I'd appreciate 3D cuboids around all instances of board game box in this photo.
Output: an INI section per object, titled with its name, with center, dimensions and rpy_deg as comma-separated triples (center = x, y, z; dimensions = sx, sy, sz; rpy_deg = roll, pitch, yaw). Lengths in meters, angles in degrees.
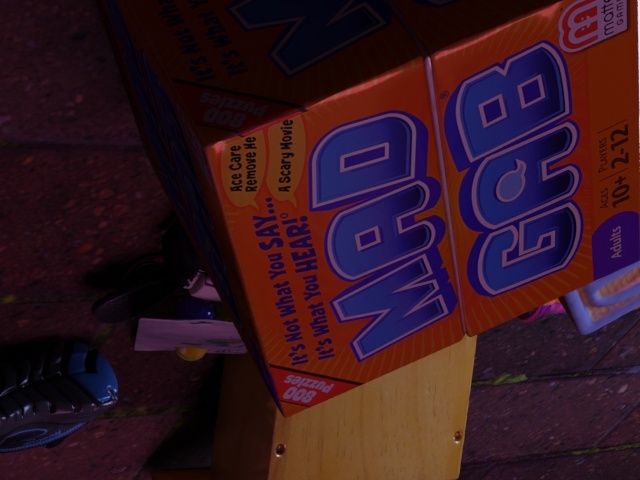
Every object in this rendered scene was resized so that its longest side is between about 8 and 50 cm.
[board game box]
center = 0.034, -0.141, 1.568
dimensions = 0.356, 0.356, 0.356
rpy_deg = -24, 140, -9

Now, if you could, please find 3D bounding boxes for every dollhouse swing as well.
[dollhouse swing]
center = -0.027, 0.213, 2.448
dimensions = 0.347, 0.305, 0.315
rpy_deg = 1, 98, -41

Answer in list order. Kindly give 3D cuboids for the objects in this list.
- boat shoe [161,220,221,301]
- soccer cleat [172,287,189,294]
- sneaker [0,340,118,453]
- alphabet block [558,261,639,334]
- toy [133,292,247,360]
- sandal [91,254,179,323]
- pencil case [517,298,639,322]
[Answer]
[boat shoe]
center = 0.000, 0.000, 2.053
dimensions = 0.340, 0.127, 0.158
rpy_deg = 2, 146, -42
[soccer cleat]
center = -0.140, 0.054, 2.117
dimensions = 0.083, 0.035, 0.029
rpy_deg = -8, 146, -32
[sneaker]
center = -0.387, 0.194, 2.039
dimensions = 0.341, 0.125, 0.139
rpy_deg = 6, 138, -45
[alphabet block]
center = 0.339, -0.034, 2.225
dimensions = 0.192, 0.197, 0.193
rpy_deg = -28, 151, 1
[toy]
center = -0.144, 0.093, 2.105
dimensions = 0.137, 0.056, 0.237
rpy_deg = 3, 165, -7
[sandal]
center = -0.188, 0.040, 2.062
dimensions = 0.179, 0.040, 0.067
rpy_deg = -30, 160, -29
[pencil case]
center = 0.353, 0.058, 2.490
dimensions = 0.236, 0.104, 0.104
rpy_deg = 0, 141, -38
